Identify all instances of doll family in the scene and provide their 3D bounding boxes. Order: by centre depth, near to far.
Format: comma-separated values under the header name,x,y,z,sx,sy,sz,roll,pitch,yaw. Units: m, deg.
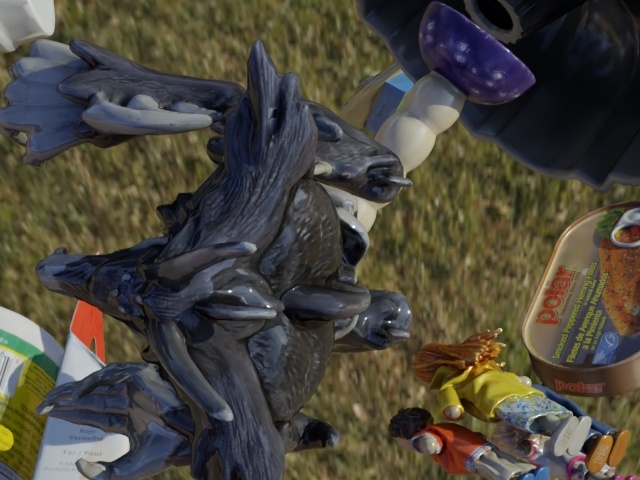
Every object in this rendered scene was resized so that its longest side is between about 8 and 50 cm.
name,x,y,z,sx,sy,sz,roll,pitch,yaw
doll family,0.165,0.140,1.460,0.163,0.263,0.118,26,97,35

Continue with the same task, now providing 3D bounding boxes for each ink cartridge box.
name,x,y,z,sx,sy,sz,roll,pitch,yaw
ink cartridge box,-0.101,0.117,0.837,0.045,0.145,0.179,5,40,4

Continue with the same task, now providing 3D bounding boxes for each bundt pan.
name,x,y,z,sx,sy,sz,roll,pitch,yaw
bundt pan,0.157,-0.197,1.225,0.331,0.331,0.124,38,70,16

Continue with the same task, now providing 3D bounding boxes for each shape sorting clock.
name,x,y,z,sx,sy,sz,roll,pitch,yaw
shape sorting clock,0.103,-0.160,1.572,0.206,0.206,0.040,-35,84,-9

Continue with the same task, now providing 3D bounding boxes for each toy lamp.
name,x,y,z,sx,sy,sz,roll,pitch,yaw
toy lamp,0.000,0.000,0.927,0.080,0.080,0.275,37,89,16

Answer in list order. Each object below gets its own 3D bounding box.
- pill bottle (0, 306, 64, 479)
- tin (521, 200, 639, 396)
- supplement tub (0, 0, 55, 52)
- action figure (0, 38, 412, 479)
name,x,y,z,sx,sy,sz,roll,pitch,yaw
pill bottle,-0.211,0.145,0.940,0.117,0.118,0.208,6,52,6
tin,0.210,0.041,1.254,0.106,0.040,0.190,4,40,25
supplement tub,-0.337,-0.175,1.041,0.316,0.228,0.228,-15,69,0
action figure,-0.044,0.011,0.625,0.140,0.275,0.164,1,95,11
